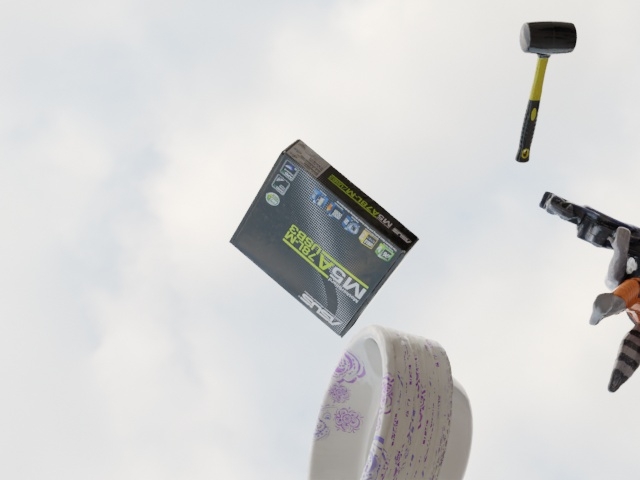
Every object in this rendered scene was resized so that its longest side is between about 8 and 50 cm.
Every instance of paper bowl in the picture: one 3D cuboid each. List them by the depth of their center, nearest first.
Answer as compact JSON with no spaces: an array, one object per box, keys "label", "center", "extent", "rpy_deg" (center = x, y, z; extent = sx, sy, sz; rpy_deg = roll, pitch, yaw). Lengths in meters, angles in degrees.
[{"label":"paper bowl","center":[0.095,0.261,1.592],"extent":[0.148,0.284,0.284],"rpy_deg":[16,-115,-15]}]

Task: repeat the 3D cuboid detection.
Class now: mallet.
[{"label":"mallet","center":[0.265,-0.176,1.458],"extent":[0.062,0.190,0.039],"rpy_deg":[-8,-142,-6]}]

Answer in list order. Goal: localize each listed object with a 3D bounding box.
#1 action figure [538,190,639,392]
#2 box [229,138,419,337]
[{"label":"action figure","center":[0.463,0.072,1.874],"extent":[0.341,0.179,0.330],"rpy_deg":[25,-152,6]},{"label":"box","center":[0.000,0.000,1.480],"extent":[0.190,0.184,0.045],"rpy_deg":[41,-137,5]}]
